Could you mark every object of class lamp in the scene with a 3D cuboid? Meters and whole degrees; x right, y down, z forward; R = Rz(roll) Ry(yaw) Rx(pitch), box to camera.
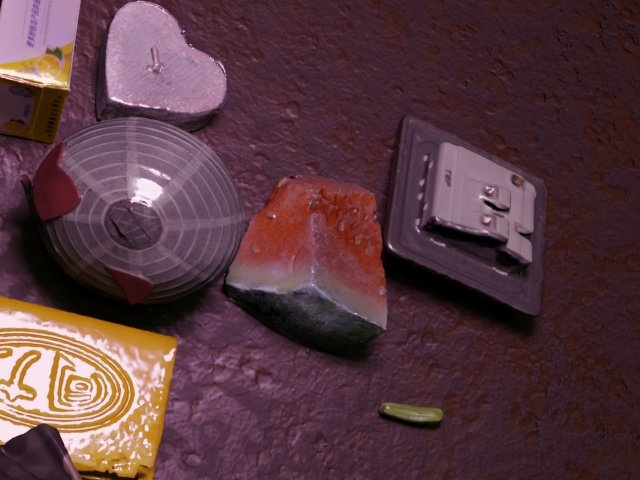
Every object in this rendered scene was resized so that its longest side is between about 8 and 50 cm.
[{"bbox_3d":[-0.224,-0.037,1.648,0.265,0.233,0.233,39,62,-6],"label":"lamp"}]

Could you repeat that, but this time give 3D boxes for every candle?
[{"bbox_3d":[-0.228,-0.217,1.807,0.192,0.068,0.168,48,58,4],"label":"candle"}]

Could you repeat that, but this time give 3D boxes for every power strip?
[{"bbox_3d":[0.217,-0.047,1.875,0.251,0.092,0.257,19,51,-12],"label":"power strip"}]

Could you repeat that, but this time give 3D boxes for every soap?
[{"bbox_3d":[-0.338,0.180,1.596,0.325,0.096,0.204,14,65,-16],"label":"soap"}]

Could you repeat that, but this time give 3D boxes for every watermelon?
[{"bbox_3d":[0.000,0.000,1.797,0.193,0.140,0.256,27,55,-18],"label":"watermelon"}]

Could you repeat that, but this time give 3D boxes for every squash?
[{"bbox_3d":[0.120,0.229,1.792,0.089,0.027,0.027,9,67,-11],"label":"squash"}]

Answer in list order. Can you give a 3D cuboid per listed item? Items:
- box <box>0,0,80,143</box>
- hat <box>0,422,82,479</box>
[{"bbox_3d":[-0.362,-0.280,1.728,0.097,0.168,0.265,9,69,-14],"label":"box"},{"bbox_3d":[-0.460,0.318,1.387,0.382,0.257,0.366,28,82,-27],"label":"hat"}]
